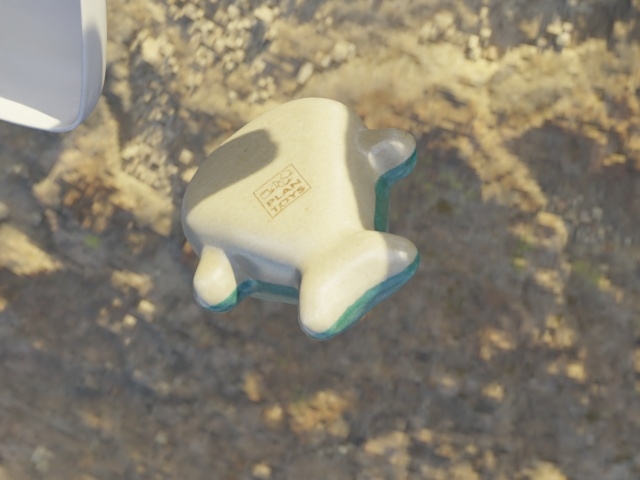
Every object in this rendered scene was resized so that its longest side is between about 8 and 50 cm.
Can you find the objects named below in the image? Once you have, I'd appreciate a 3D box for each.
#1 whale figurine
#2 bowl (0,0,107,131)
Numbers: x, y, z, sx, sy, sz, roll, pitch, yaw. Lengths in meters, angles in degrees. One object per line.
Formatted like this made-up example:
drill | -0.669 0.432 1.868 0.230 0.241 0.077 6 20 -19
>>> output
whale figurine | 0.000 0.000 1.282 0.216 0.272 0.141 -38 125 -2
bowl | -0.184 -0.145 0.957 0.142 0.053 0.142 17 121 24
